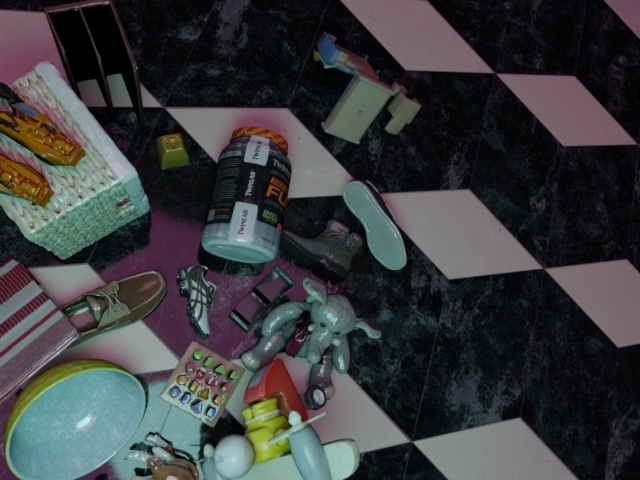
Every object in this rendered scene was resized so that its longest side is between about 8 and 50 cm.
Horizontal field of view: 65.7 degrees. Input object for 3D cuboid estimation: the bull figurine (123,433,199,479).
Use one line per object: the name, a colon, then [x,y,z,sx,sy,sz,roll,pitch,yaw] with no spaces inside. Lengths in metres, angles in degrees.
bull figurine: [-0.434,0.606,1.135,0.310,0.101,0.188,-40,88,-22]

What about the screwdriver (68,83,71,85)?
screwdriver: [-0.696,-0.401,1.308,0.025,0.170,0.024,20,79,-56]

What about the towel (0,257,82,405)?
towel: [-0.715,0.199,1.112,0.329,0.037,0.237,34,65,30]

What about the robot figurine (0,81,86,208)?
robot figurine: [-0.629,-0.199,0.963,0.291,0.085,0.211,31,74,-4]

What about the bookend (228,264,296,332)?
bookend: [-0.157,0.156,1.309,0.072,0.157,0.156,44,67,-2]

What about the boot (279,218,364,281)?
boot: [0.000,0.000,1.451,0.247,0.083,0.161,31,62,-13]

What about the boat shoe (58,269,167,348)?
boat shoe: [-0.528,0.169,1.214,0.324,0.116,0.123,-31,86,-22]

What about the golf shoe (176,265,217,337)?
golf shoe: [-0.310,0.157,1.306,0.094,0.077,0.198,-16,82,-20]

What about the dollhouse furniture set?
dollhouse furniture set: [0.110,-0.483,1.612,0.286,0.198,0.303,13,39,-35]

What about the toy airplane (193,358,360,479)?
toy airplane: [-0.113,0.499,1.076,0.272,0.384,0.386,22,95,-39]

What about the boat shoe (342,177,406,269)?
boat shoe: [0.178,-0.056,1.497,0.302,0.114,0.091,63,29,-7]

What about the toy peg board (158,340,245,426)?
toy peg board: [-0.296,0.362,1.254,0.161,0.079,0.160,32,69,-6]

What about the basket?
basket: [-0.615,-0.162,1.171,0.266,0.328,0.331,-40,90,-18]

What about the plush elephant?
plush elephant: [-0.002,0.233,1.282,0.272,0.255,0.330,31,69,-7]

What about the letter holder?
letter holder: [-0.558,-0.417,1.263,0.152,0.302,0.214,-21,83,-21]

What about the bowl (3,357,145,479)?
bowl: [-0.562,0.372,1.112,0.289,0.289,0.156,-41,47,-22]

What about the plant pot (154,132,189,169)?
plant pot: [-0.414,-0.256,1.381,0.082,0.083,0.081,-15,80,-19]

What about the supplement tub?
supplement tub: [-0.192,-0.122,1.346,0.207,0.207,0.337,12,73,-14]
